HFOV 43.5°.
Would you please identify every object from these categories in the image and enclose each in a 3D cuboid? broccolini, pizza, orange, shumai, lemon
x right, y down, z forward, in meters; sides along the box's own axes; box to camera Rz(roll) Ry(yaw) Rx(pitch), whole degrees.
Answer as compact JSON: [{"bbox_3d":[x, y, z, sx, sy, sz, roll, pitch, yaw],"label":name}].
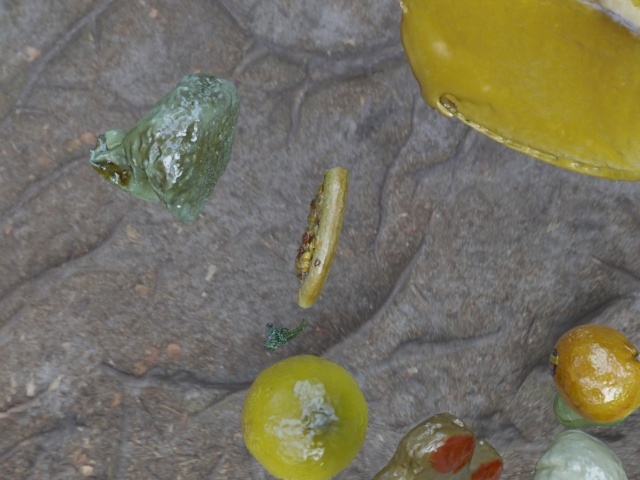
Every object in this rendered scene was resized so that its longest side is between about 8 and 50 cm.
[{"bbox_3d":[-0.056,0.188,1.642,0.052,0.194,0.054,2,93,25],"label":"broccolini"},{"bbox_3d":[-0.003,-0.001,1.347,0.058,0.127,0.246,15,113,-7],"label":"pizza"},{"bbox_3d":[0.491,0.232,1.415,0.155,0.177,0.177,-27,70,13],"label":"orange"},{"bbox_3d":[-0.268,-0.181,1.371,0.222,0.225,0.260,26,98,10],"label":"shumai"},{"bbox_3d":[-0.033,0.376,1.699,0.293,0.293,0.292,-3,73,9],"label":"lemon"}]

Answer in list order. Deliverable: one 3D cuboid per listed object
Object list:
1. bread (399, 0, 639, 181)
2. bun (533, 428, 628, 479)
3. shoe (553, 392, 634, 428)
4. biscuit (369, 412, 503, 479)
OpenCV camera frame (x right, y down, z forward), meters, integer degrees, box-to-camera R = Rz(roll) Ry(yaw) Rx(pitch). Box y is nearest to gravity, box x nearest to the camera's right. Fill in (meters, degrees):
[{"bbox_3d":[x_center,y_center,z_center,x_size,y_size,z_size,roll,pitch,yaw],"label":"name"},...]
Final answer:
[{"bbox_3d":[0.192,-0.161,0.613,0.270,0.195,0.142,31,61,23],"label":"bread"},{"bbox_3d":[0.274,0.294,0.861,0.111,0.188,0.164,1,51,31],"label":"bun"},{"bbox_3d":[0.559,0.302,1.636,0.140,0.262,0.128,-28,89,-12],"label":"shoe"},{"bbox_3d":[0.129,0.465,1.322,0.394,0.368,0.076,-42,52,3],"label":"biscuit"}]
